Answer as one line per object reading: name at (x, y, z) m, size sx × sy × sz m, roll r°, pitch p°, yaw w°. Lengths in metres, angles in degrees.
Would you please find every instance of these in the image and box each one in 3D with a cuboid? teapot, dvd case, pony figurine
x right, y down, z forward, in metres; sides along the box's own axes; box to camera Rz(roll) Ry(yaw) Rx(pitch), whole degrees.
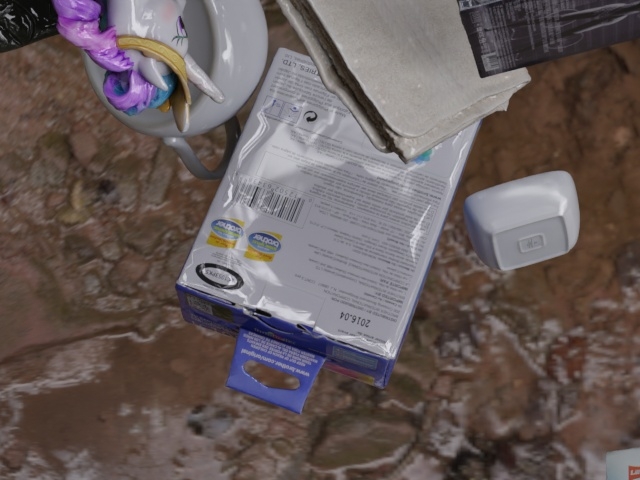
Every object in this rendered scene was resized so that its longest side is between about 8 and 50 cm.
teapot at (-0.156, -0.242, 1.586) m, size 0.252 × 0.256 × 0.187 m, roll 48°, pitch 29°, yaw 16°
dvd case at (0.225, -0.187, 1.017) m, size 0.221 × 0.164 × 0.018 m, roll -13°, pitch 76°, yaw 10°
pony figurine at (-0.210, -0.294, 1.072) m, size 0.351 × 0.303 × 0.363 m, roll 11°, pitch 79°, yaw -41°

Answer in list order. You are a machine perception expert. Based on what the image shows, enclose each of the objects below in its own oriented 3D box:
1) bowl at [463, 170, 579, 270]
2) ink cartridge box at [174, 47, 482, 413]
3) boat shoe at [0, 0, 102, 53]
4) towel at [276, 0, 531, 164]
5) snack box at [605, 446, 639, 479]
bowl at (0.253, -0.017, 1.586) m, size 0.142 × 0.142 × 0.053 m, roll -16°, pitch 54°, yaw 5°
ink cartridge box at (0.000, 0.000, 1.540) m, size 0.270 × 0.151 × 0.395 m, roll 19°, pitch 69°, yaw 6°
boat shoe at (-0.311, -0.254, 1.284) m, size 0.324 × 0.120 × 0.122 m, roll -5°, pitch 112°, yaw -19°
towel at (0.058, -0.217, 1.167) m, size 0.187 × 0.049 × 0.282 m, roll -30°, pitch 88°, yaw -34°
snack box at (0.347, 0.260, 0.966) m, size 0.060 × 0.187 × 0.322 m, roll -79°, pitch 149°, yaw -43°
